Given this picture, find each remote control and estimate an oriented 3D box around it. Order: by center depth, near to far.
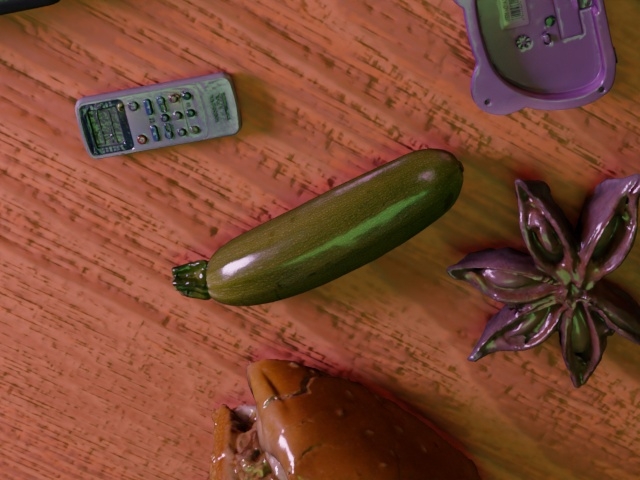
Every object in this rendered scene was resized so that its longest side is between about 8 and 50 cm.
[{"bbox_3d":[-0.124,-0.096,1.060,0.124,0.018,0.053,-9,117,3],"label":"remote control"}]

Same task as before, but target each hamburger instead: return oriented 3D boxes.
[{"bbox_3d":[0.039,0.220,1.158,0.283,0.156,0.144,32,112,-15],"label":"hamburger"}]

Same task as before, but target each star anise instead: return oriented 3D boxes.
[{"bbox_3d":[0.189,0.032,1.118,0.171,0.063,0.208,-14,121,10],"label":"star anise"}]

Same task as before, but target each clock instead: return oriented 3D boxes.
[{"bbox_3d":[0.151,-0.169,1.011,0.110,0.050,0.153,-15,117,6],"label":"clock"}]

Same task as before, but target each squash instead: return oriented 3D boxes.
[{"bbox_3d":[0.000,0.000,1.089,0.252,0.066,0.066,-26,116,13],"label":"squash"}]

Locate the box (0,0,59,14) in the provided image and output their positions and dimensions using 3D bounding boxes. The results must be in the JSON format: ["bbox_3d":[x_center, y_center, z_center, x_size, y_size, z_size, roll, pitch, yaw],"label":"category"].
[{"bbox_3d":[-0.297,-0.218,0.950,0.230,0.050,0.160,-12,119,-7],"label":"box"}]
